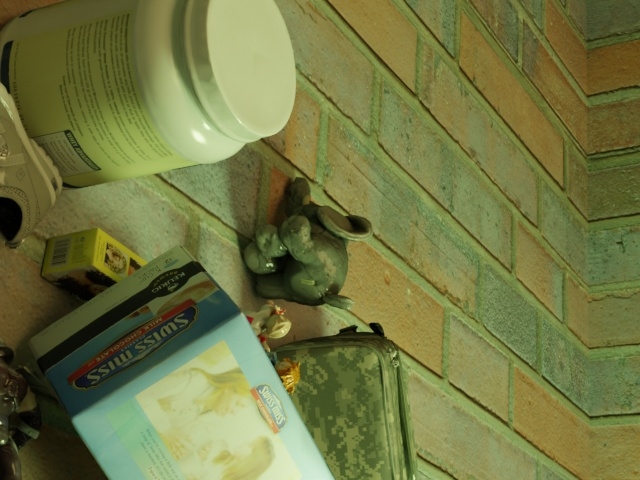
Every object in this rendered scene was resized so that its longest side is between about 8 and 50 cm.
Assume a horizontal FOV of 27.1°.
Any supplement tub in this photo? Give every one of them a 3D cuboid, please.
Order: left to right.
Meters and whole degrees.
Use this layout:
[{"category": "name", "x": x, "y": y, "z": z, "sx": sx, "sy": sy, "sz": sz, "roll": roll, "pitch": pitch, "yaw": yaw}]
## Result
[{"category": "supplement tub", "x": -0.218, "y": -0.198, "z": 1.630, "sx": 0.235, "sy": 0.325, "sz": 0.235, "roll": 25, "pitch": 61, "yaw": -57}]

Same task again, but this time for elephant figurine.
[{"category": "elephant figurine", "x": 0.000, "y": 0.000, "z": 2.140, "sx": 0.239, "sy": 0.169, "sz": 0.186, "roll": -37, "pitch": 109, "yaw": -54}]

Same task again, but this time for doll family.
[{"category": "doll family", "x": -0.120, "y": 0.189, "z": 1.865, "sx": 0.263, "sy": 0.163, "sz": 0.118, "roll": -52, "pitch": 142, "yaw": -55}]

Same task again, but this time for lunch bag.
[{"category": "lunch bag", "x": 0.041, "y": 0.290, "z": 2.113, "sx": 0.256, "sy": 0.213, "sz": 0.305, "roll": 6, "pitch": 77, "yaw": -78}]

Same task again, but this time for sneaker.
[{"category": "sneaker", "x": -0.393, "y": -0.101, "z": 1.513, "sx": 0.281, "sy": 0.105, "sz": 0.115, "roll": 53, "pitch": 39, "yaw": -43}]

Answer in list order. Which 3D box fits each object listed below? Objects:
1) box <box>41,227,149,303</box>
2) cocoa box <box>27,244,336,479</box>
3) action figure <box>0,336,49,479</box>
[{"category": "box", "x": -0.257, "y": 0.063, "z": 1.740, "sx": 0.232, "sy": 0.087, "sz": 0.058, "roll": 40, "pitch": 46, "yaw": -50}, {"category": "cocoa box", "x": -0.153, "y": 0.230, "z": 1.605, "sx": 0.347, "sy": 0.231, "sz": 0.228, "roll": 63, "pitch": -11, "yaw": -29}, {"category": "action figure", "x": -0.371, "y": 0.223, "z": 1.474, "sx": 0.185, "sy": 0.099, "sz": 0.285, "roll": 30, "pitch": 41, "yaw": -48}]
